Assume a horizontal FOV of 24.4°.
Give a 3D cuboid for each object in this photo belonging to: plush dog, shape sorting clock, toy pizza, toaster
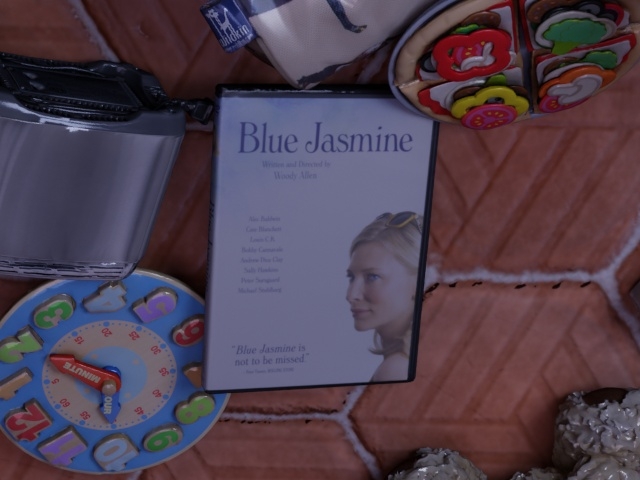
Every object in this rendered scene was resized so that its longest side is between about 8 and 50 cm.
[{"bbox_3d":[0.187,0.265,1.175,0.262,0.225,0.210,-20,107,7],"label":"plush dog"},{"bbox_3d":[-0.172,0.111,1.210,0.206,0.040,0.206,-3,123,-5],"label":"shape sorting clock"},{"bbox_3d":[0.149,-0.131,1.078,0.201,0.201,0.032,-8,63,-4],"label":"toy pizza"},{"bbox_3d":[-0.202,-0.058,1.115,0.227,0.129,0.146,5,116,-29],"label":"toaster"}]

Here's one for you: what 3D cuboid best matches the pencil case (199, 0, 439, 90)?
[{"bbox_3d":[0.093,-0.272,1.025,0.410,0.160,0.183,-32,140,12],"label":"pencil case"}]

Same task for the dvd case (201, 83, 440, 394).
[{"bbox_3d":[0.000,0.000,1.172,0.180,0.022,0.253,-1,109,-16],"label":"dvd case"}]

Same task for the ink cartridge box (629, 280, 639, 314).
[{"bbox_3d":[0.445,0.042,1.179,0.296,0.066,0.261,36,105,-11],"label":"ink cartridge box"}]
